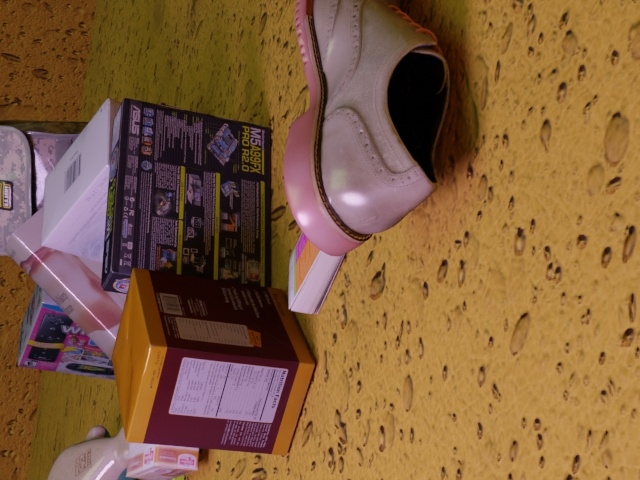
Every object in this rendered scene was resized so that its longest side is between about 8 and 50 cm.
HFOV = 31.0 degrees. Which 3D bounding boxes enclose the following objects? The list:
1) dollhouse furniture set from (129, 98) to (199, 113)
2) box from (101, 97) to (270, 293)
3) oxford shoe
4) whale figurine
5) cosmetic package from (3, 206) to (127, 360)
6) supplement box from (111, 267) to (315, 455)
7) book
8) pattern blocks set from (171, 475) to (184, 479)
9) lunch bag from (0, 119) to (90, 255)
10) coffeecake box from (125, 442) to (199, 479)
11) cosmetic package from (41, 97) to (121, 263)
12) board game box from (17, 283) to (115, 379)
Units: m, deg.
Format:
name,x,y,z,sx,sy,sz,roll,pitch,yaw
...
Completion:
name,x,y,z,sx,sy,sz,roll,pitch,yaw
dollhouse furniture set,-0.298,-0.110,2.049,0.262,0.135,0.259,-123,46,-63
box,-0.176,-0.048,1.557,0.060,0.216,0.270,132,142,-54
oxford shoe,0.065,-0.168,1.124,0.147,0.140,0.396,-22,50,32
whale figurine,-0.382,0.432,2.094,0.272,0.141,0.216,-42,37,23
cosmetic package,-0.370,0.068,1.911,0.129,0.296,0.153,-45,5,-21
supplement box,-0.133,0.142,1.375,0.191,0.194,0.129,-119,42,-61
book,0.000,0.000,1.316,0.096,0.035,0.144,-97,26,-47
pattern blocks set,-0.239,0.289,1.863,0.325,0.026,0.285,124,149,-50
lunch bag,-0.492,-0.094,2.054,0.169,0.287,0.235,-138,49,-70
coffeecake box,-0.230,0.256,1.723,0.142,0.068,0.185,-32,50,58
cosmetic package,-0.277,-0.069,1.774,0.224,0.225,0.138,-42,42,40
board game box,-0.439,0.157,2.192,0.303,0.224,0.097,126,149,-53
